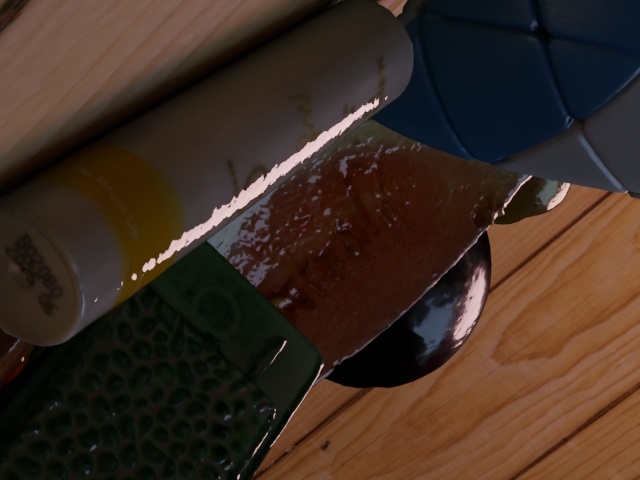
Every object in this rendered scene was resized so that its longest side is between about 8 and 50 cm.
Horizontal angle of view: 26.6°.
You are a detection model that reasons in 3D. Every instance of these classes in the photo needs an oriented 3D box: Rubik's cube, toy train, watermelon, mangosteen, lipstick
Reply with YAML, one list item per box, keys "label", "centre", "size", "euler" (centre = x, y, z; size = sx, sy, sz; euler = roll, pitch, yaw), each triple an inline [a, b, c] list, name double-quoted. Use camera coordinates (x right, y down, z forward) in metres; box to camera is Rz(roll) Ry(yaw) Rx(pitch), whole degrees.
- label: "Rubik's cube"
  centre: [0.146, -0.096, 0.769]
  size: [0.254, 0.254, 0.254]
  euler: [-41, 179, -1]
- label: "toy train"
  centre: [-0.141, 0.131, 0.783]
  size: [0.202, 0.145, 0.266]
  euler: [-32, -162, 49]
- label: "watermelon"
  centre: [-0.013, -0.017, 0.944]
  size: [0.303, 0.159, 0.128]
  euler: [-40, 149, -4]
- label: "mangosteen"
  centre: [0.015, 0.033, 1.181]
  size: [0.289, 0.231, 0.231]
  euler: [-31, 172, -46]
- label: "lipstick"
  centre: [-0.041, -0.041, 0.572]
  size: [0.059, 0.059, 0.264]
  euler: [-42, 178, 40]

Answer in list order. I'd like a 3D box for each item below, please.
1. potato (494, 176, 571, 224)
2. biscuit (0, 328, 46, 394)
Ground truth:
- label: "potato"
  centre: [0.152, -0.111, 1.122]
  size: [0.157, 0.194, 0.157]
  euler: [-17, -168, 4]
- label: "biscuit"
  centre: [-0.214, 0.102, 0.612]
  size: [0.301, 0.043, 0.278]
  euler: [-40, 179, -38]
